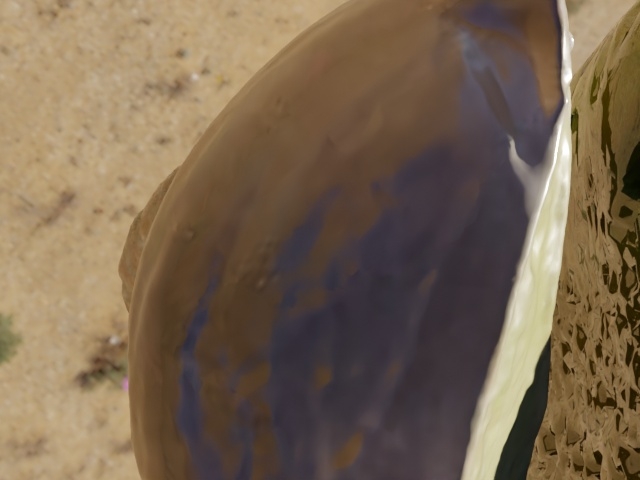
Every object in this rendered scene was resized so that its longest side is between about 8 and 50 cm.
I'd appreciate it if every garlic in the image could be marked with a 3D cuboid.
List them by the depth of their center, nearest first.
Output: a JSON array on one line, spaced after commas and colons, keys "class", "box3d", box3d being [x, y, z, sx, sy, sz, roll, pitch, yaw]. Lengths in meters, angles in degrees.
[{"class": "garlic", "box3d": [0.006, 0.018, 0.357, 0.087, 0.101, 0.195, -11, 115, -62]}]

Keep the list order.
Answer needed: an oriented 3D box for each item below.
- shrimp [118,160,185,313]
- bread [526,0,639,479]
[{"class": "shrimp", "box3d": [0.000, 0.000, 0.560, 0.223, 0.126, 0.047, -43, 172, 38]}, {"class": "bread", "box3d": [0.167, 0.042, 0.539, 0.376, 0.208, 0.251, 79, 5, -84]}]
